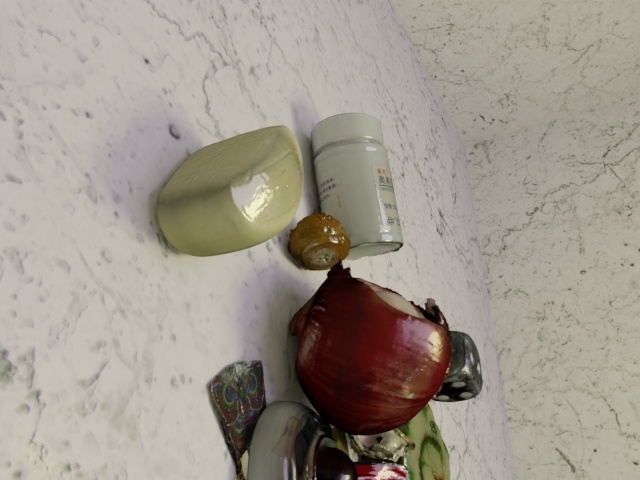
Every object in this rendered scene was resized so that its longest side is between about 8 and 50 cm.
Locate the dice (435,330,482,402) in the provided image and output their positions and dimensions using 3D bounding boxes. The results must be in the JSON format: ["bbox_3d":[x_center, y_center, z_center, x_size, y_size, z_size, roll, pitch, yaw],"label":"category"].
[{"bbox_3d":[0.416,0.410,1.832,0.183,0.182,0.182,51,36,-41],"label":"dice"}]

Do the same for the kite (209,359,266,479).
[{"bbox_3d":[-0.114,0.345,0.932,0.152,0.015,0.286,-5,80,-63],"label":"kite"}]

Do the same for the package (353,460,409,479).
[{"bbox_3d":[0.104,0.588,1.133,0.193,0.071,0.270,17,50,-29],"label":"package"}]

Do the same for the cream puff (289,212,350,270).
[{"bbox_3d":[-0.004,-0.002,1.224,0.144,0.126,0.103,53,16,-57],"label":"cream puff"}]

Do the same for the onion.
[{"bbox_3d":[0.098,0.220,1.107,0.341,0.340,0.342,42,41,-51],"label":"onion"}]

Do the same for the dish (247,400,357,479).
[{"bbox_3d":[-0.003,0.406,0.965,0.273,0.133,0.274,-15,90,-72],"label":"dish"}]

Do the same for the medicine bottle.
[{"bbox_3d":[0.086,-0.130,1.403,0.190,0.189,0.333,15,64,-63],"label":"medicine bottle"}]

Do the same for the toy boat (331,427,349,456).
[{"bbox_3d":[0.038,0.455,1.130,0.066,0.065,0.172,35,34,-43],"label":"toy boat"}]

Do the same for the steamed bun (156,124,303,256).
[{"bbox_3d":[-0.126,-0.073,0.902,0.155,0.199,0.250,63,30,-28],"label":"steamed bun"}]

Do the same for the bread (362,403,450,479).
[{"bbox_3d":[0.226,0.584,1.392,0.366,0.129,0.382,43,41,-51],"label":"bread"}]

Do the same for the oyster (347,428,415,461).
[{"bbox_3d":[0.125,0.432,1.200,0.163,0.190,0.081,-140,-113,-72],"label":"oyster"}]
